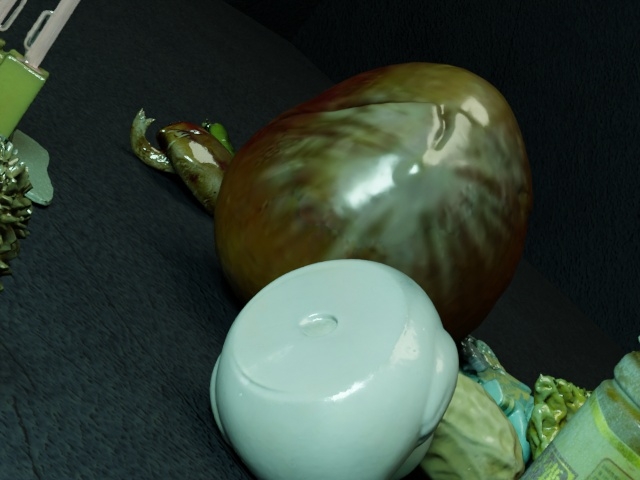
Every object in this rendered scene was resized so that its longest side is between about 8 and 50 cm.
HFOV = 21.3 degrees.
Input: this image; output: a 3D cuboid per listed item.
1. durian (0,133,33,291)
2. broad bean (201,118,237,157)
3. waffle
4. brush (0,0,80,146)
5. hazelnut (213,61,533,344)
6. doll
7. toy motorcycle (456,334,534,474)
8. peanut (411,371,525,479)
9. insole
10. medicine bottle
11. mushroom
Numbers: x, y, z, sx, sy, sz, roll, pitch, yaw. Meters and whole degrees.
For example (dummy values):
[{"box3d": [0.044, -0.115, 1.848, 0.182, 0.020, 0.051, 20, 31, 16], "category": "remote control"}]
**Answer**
[{"box3d": [-0.279, -0.027, 1.136, 0.196, 0.167, 0.196, 40, 1, 0], "category": "durian"}, {"box3d": [-0.092, -0.069, 2.192, 0.227, 0.039, 0.069, 57, 11, 15], "category": "broad bean"}, {"box3d": [0.275, 0.258, 1.868, 0.223, 0.054, 0.204, 23, 57, -61], "category": "waffle"}, {"box3d": [-0.290, -0.198, 1.629, 0.103, 0.233, 0.047, 35, 11, -8], "category": "brush"}, {"box3d": [0.066, -0.029, 1.806, 0.315, 0.372, 0.372, 43, 10, 1], "category": "hazelnut"}, {"box3d": [0.021, 0.142, 1.459, 0.221, 0.221, 0.251, 35, 33, -17], "category": "doll"}, {"box3d": [0.188, 0.208, 1.925, 0.198, 0.109, 0.296, 51, 17, 4], "category": "toy motorcycle"}, {"box3d": [0.088, 0.168, 1.675, 0.298, 0.120, 0.136, 34, 35, -26], "category": "peanut"}, {"box3d": [-0.294, -0.075, 1.710, 0.063, 0.010, 0.192, 36, 10, -18], "category": "insole"}, {"box3d": [0.264, 0.216, 1.476, 0.151, 0.322, 0.151, 37, 10, -8], "category": "medicine bottle"}, {"box3d": [-0.162, -0.103, 2.107, 0.170, 0.080, 0.135, 38, 0, -19], "category": "mushroom"}]
